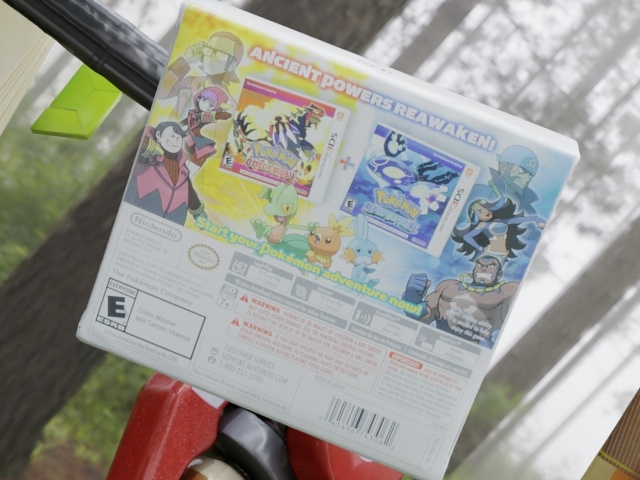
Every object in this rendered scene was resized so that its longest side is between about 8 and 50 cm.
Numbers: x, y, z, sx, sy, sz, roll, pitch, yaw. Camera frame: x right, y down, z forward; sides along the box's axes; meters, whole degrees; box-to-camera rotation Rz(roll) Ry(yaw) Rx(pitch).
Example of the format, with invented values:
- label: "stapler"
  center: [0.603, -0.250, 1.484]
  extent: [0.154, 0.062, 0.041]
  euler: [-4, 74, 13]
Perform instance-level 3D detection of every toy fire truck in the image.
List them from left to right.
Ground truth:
- label: "toy fire truck"
  center: [-0.045, 0.219, 0.923]
  extent: [0.169, 0.254, 0.302]
  euler: [2, -50, 43]

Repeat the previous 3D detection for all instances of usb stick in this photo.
- label: "usb stick"
  center: [-0.198, -0.176, 0.967]
  extent: [0.278, 0.045, 0.077]
  euler: [36, -1, -10]

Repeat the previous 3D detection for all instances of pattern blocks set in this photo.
- label: "pattern blocks set"
  center: [-0.285, -0.182, 1.065]
  extent: [0.285, 0.325, 0.026]
  euler: [43, -11, 2]

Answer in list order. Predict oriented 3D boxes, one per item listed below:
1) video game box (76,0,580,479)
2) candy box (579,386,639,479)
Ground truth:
- label: "video game box"
  center: [0.000, 0.000, 0.675]
  extent: [0.205, 0.187, 0.048]
  euler: [22, 19, 3]
- label: "candy box"
  center: [0.259, 0.138, 0.756]
  extent: [0.183, 0.316, 0.087]
  euler: [36, 39, 18]
